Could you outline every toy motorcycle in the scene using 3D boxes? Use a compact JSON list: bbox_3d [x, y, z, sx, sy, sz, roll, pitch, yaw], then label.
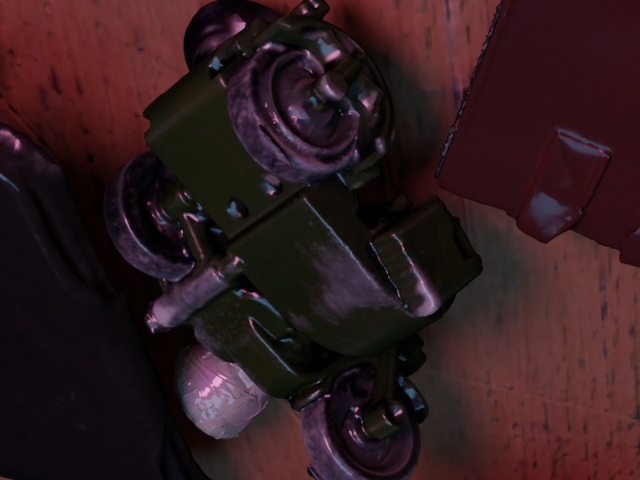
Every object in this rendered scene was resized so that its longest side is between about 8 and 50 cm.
[{"bbox_3d":[0.000,0.000,1.017,0.275,0.127,0.205,47,134,-9],"label":"toy motorcycle"}]

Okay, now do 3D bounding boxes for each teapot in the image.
[{"bbox_3d":[-0.055,0.076,1.146,0.064,0.064,0.083,-30,82,24],"label":"teapot"}]

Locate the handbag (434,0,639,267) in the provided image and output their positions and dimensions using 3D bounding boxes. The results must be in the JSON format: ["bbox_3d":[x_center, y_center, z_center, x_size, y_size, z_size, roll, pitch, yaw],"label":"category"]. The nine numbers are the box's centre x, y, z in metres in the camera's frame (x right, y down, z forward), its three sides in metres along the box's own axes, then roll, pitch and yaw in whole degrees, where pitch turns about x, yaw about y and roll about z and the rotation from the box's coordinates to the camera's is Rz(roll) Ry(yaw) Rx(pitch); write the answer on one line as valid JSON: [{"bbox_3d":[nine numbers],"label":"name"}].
[{"bbox_3d":[0.212,-0.092,0.925,0.260,0.084,0.275,18,131,4],"label":"handbag"}]

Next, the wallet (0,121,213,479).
[{"bbox_3d":[-0.186,0.047,1.089,0.197,0.051,0.377,13,145,25],"label":"wallet"}]
